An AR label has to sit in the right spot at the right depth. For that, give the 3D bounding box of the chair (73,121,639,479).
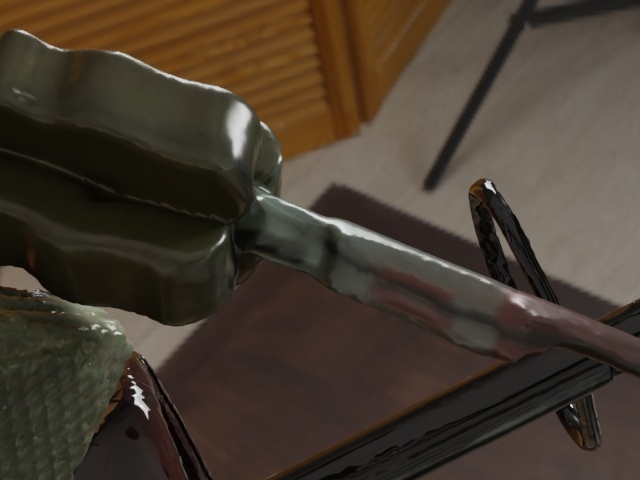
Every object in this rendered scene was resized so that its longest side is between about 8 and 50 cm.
[{"bbox_3d":[0.047,0.099,0.688,0.401,0.226,0.226,-27,48,-5],"label":"chair"}]

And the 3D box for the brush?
[{"bbox_3d":[0.000,0.000,0.399,0.301,0.071,0.084,20,13,9],"label":"brush"}]

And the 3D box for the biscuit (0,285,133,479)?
[{"bbox_3d":[-0.134,0.104,0.403,0.040,0.121,0.199,32,97,24],"label":"biscuit"}]
